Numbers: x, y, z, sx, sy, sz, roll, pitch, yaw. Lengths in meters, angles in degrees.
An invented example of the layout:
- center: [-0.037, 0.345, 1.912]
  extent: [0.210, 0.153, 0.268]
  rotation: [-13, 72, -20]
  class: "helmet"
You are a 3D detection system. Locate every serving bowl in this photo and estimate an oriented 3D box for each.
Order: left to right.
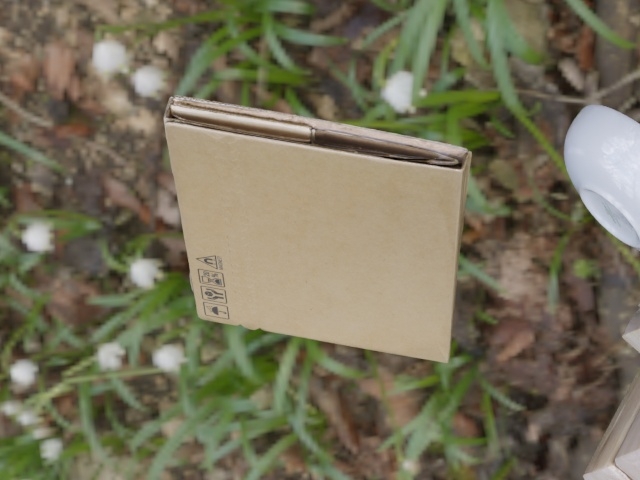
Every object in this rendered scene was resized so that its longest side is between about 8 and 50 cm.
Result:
- center: [0.134, -0.019, 0.666]
  extent: [0.027, 0.083, 0.083]
  rotation: [-45, 55, -8]
  class: "serving bowl"

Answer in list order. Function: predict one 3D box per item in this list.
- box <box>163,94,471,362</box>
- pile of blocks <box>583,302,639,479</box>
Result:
- center: [0.000, 0.000, 0.894]
  extent: [0.165, 0.201, 0.021]
  rotation: [10, 56, 9]
  class: "box"
- center: [0.236, 0.030, 0.765]
  extent: [0.113, 0.362, 0.149]
  rotation: [40, 120, -6]
  class: "pile of blocks"
